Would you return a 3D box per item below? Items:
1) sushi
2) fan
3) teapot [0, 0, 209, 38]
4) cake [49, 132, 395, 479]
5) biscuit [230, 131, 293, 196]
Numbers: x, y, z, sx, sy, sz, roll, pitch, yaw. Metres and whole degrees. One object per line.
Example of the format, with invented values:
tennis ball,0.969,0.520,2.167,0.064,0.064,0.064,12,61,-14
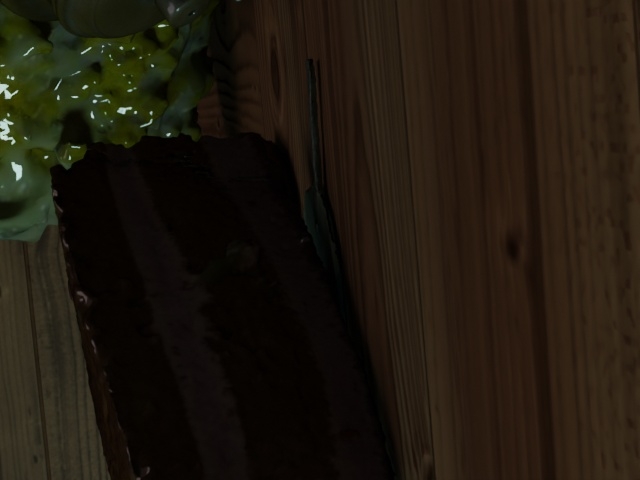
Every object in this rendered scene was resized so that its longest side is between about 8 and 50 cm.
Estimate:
sushi,-0.276,-0.177,1.294,0.351,0.397,0.240,-113,30,-47
fan,0.000,0.000,0.788,0.113,0.005,0.175,-122,26,-71
teapot,-0.130,-0.209,1.082,0.175,0.185,0.268,53,-162,14
cake,-0.050,0.055,0.744,0.295,0.116,0.112,-109,18,-46
biscuit,-0.035,0.044,0.971,0.226,0.042,0.225,175,90,-84
